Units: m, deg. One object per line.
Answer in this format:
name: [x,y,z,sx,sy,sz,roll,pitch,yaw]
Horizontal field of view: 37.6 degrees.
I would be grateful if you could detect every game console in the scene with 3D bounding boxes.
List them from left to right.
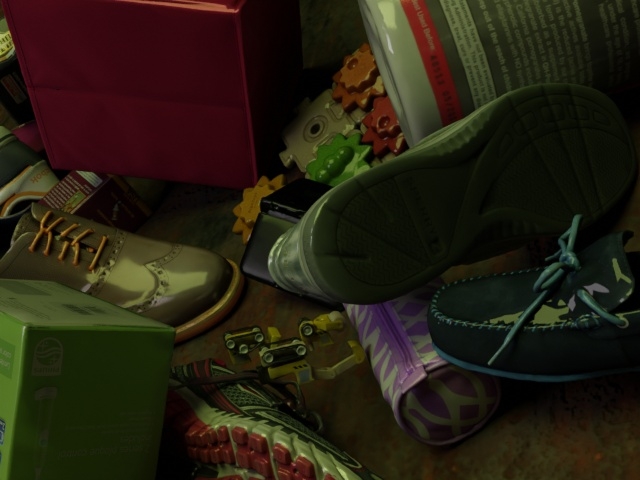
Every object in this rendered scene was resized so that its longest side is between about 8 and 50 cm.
game console: [0.000,0.000,0.906,0.122,0.071,0.107,20,32,26]

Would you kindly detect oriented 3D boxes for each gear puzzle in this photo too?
gear puzzle: [0.024,-0.123,0.984,0.339,0.044,0.175,-41,47,13]

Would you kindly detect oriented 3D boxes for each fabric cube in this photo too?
fabric cube: [-0.174,-0.241,1.090,0.258,0.259,0.254,8,47,10]

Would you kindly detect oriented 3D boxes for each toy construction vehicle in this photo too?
toy construction vehicle: [-0.021,0.086,0.728,0.098,0.035,0.086,-12,11,-11]

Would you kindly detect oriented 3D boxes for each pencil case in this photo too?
pencil case: [0.067,0.065,0.733,0.086,0.088,0.206,-38,34,6]

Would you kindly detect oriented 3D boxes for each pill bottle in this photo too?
pill bottle: [0.204,-0.201,0.809,0.318,0.176,0.176,-20,36,4]

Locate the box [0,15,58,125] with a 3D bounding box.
box: [-0.337,-0.278,1.358,0.293,0.073,0.295,-39,-10,-11]

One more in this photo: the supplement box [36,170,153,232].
supplement box: [-0.321,-0.011,1.200,0.188,0.081,0.104,-45,35,-10]

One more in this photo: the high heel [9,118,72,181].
high heel: [-0.345,-0.106,1.336,0.377,0.127,0.181,-43,67,24]

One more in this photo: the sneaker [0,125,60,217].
sneaker: [-0.470,0.003,1.292,0.321,0.127,0.126,-50,4,28]

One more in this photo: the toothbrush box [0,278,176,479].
toothbrush box: [-0.230,0.183,0.723,0.206,0.122,0.283,11,93,50]

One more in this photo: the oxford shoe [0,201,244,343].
oxford shoe: [-0.259,0.034,0.994,0.364,0.132,0.130,-1,50,20]

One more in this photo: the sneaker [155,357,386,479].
sneaker: [-0.042,0.154,0.715,0.112,0.121,0.299,-24,29,-37]

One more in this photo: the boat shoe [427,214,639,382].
boat shoe: [0.194,0.027,0.604,0.258,0.089,0.109,-7,34,15]

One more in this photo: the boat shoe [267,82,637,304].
boat shoe: [0.110,-0.036,0.721,0.320,0.118,0.103,-25,6,-27]
